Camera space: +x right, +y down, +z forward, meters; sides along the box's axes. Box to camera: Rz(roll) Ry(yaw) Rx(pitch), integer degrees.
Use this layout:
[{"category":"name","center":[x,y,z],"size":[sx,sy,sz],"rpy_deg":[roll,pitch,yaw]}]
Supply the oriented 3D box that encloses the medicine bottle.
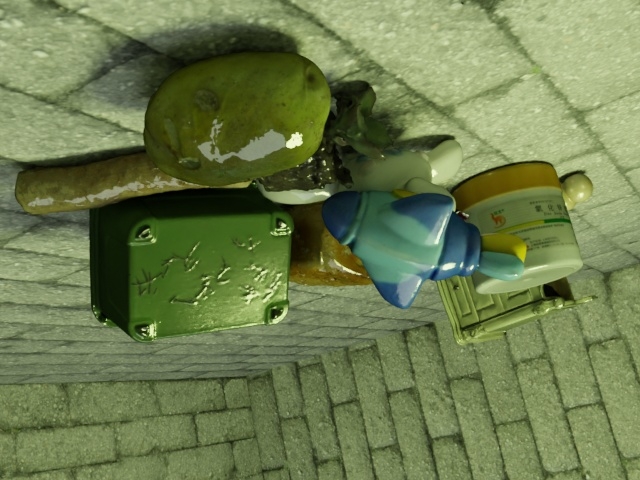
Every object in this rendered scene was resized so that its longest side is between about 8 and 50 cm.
[{"category":"medicine bottle","center":[0.425,-0.021,1.583],"size":[0.238,0.231,0.238],"rpy_deg":[-12,164,-3]}]

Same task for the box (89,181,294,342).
[{"category":"box","center":[-0.204,0.034,1.223],"size":[0.329,0.252,0.178],"rpy_deg":[-6,-164,-30]}]

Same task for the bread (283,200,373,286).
[{"category":"bread","center":[0.000,0.000,1.466],"size":[0.196,0.176,0.246],"rpy_deg":[17,163,-40]}]

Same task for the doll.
[{"category":"doll","center":[0.130,-0.051,1.150],"size":[0.376,0.365,0.187],"rpy_deg":[-23,134,-11]}]

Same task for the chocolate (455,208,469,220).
[{"category":"chocolate","center":[0.221,-0.068,1.534],"size":[0.183,0.028,0.086],"rpy_deg":[27,149,-17]}]

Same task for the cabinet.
[{"category":"cabinet","center":[0.494,0.086,1.901],"size":[0.228,0.289,0.318],"rpy_deg":[1,157,-45]}]

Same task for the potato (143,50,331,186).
[{"category":"potato","center":[-0.106,-0.149,0.916],"size":[0.229,0.148,0.197],"rpy_deg":[-2,167,-14]}]

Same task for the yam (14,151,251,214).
[{"category":"yam","center":[-0.273,-0.094,1.109],"size":[0.357,0.081,0.081],"rpy_deg":[-7,164,-7]}]

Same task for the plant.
[{"category":"plant","center":[-0.002,-0.144,1.049],"size":[0.203,0.142,0.131],"rpy_deg":[-8,157,21]}]

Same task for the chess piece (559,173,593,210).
[{"category":"chess piece","center":[0.553,-0.100,1.694],"size":[0.094,0.094,0.170],"rpy_deg":[4,149,-44]}]
